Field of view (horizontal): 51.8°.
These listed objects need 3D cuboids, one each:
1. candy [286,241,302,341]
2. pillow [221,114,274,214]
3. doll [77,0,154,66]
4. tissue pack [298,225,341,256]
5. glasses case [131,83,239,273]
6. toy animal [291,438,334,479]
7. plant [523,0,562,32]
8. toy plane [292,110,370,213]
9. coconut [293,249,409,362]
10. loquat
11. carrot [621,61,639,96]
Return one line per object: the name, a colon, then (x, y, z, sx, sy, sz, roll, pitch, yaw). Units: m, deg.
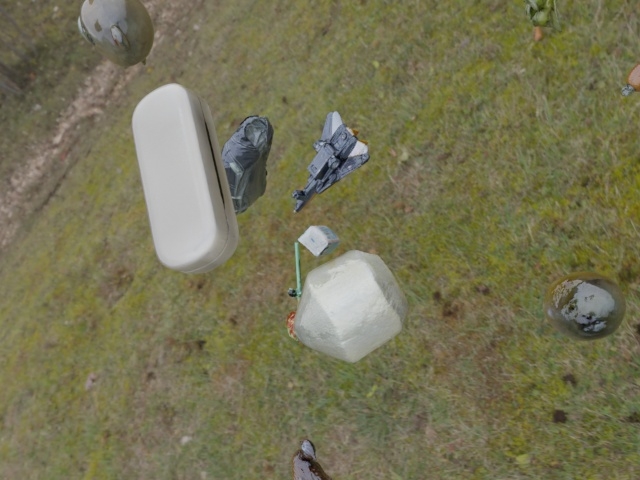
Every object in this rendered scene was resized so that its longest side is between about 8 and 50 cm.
candy: (-0.050, 0.132, 1.636, 0.084, 0.078, 0.287, 28, 131, 41)
pillow: (-0.182, -0.170, 1.589, 0.093, 0.335, 0.161, 32, 62, 10)
doll: (-0.504, -0.566, 1.542, 0.174, 0.235, 0.329, -28, 94, -1)
tissue pack: (0.000, 0.000, 1.680, 0.074, 0.094, 0.058, 44, 107, 16)
glasses case: (-0.139, -0.063, 0.666, 0.083, 0.050, 0.196, -21, 71, 22)
toy animal: (-0.010, 0.563, 1.537, 0.188, 0.089, 0.179, 44, 137, 39)
plant: (0.392, -0.517, 1.070, 0.297, 0.261, 0.305, -29, 32, 57)
toy plane: (-0.001, -0.195, 1.871, 0.316, 0.103, 0.204, -48, 58, 21)
coconut: (0.059, 0.158, 1.534, 0.266, 0.237, 0.237, -34, 55, -3)
loquat: (0.655, 0.160, 1.630, 0.179, 0.179, 0.227, -65, 11, -3)
carrot: (0.924, -0.508, 1.743, 0.336, 0.069, 0.069, -47, 54, 7)
